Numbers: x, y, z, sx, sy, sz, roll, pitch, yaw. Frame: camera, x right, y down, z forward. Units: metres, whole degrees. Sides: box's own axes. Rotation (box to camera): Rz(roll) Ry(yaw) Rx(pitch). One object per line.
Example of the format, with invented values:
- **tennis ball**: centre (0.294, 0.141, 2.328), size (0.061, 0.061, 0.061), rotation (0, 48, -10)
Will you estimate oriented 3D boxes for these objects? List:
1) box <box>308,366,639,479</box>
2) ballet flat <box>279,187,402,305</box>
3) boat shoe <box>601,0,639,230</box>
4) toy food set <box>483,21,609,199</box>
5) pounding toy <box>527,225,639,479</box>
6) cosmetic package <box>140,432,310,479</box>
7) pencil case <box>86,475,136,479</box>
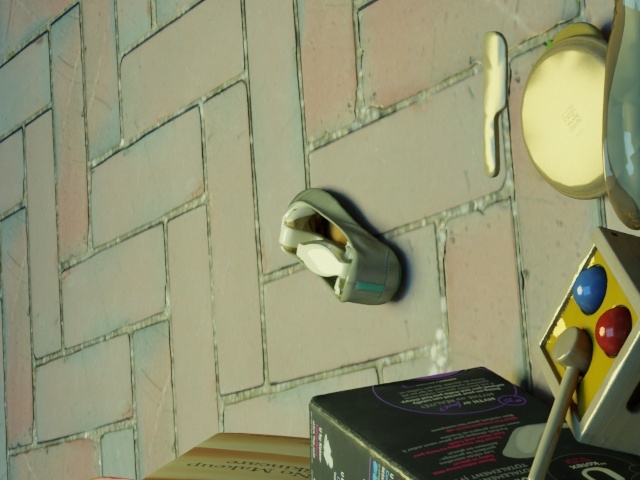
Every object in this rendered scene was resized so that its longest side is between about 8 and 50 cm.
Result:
- **box**: centre (0.120, 0.209, 1.293), size (0.270, 0.165, 0.143), rotation (29, 123, 60)
- **ballet flat**: centre (0.000, 0.000, 1.636), size (0.213, 0.068, 0.072), rotation (37, 119, 56)
- **boat shoe**: centre (0.261, -0.177, 1.167), size (0.123, 0.123, 0.342), rotation (0, 80, 31)
- **toy food set**: centre (0.202, -0.097, 1.327), size (0.192, 0.038, 0.132), rotation (12, 104, 49)
- **pounding toy**: centre (0.197, 0.085, 1.214), size (0.130, 0.100, 0.141), rotation (-110, 40, -55)
- **cosmetic package**: centre (-0.063, 0.251, 1.496), size (0.296, 0.153, 0.129), rotation (-20, -66, -79)
- **pencil case**: centre (-0.209, 0.433, 1.801), size (0.160, 0.167, 0.386), rotation (15, 124, 31)
